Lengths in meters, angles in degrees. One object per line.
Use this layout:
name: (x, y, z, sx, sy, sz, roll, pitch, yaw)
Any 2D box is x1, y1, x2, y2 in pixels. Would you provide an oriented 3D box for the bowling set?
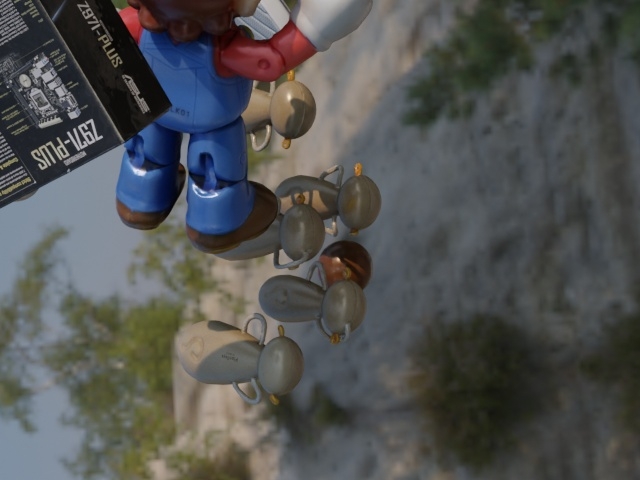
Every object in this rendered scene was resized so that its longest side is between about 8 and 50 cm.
bowling set: (0.000, 0.000, 1.292, 0.154, 0.199, 0.287, 5, 90, 51)

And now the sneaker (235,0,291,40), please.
sneaker: (-0.090, -0.324, 1.755, 0.258, 0.091, 0.094, 51, 152, 20)

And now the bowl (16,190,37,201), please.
bowl: (-0.361, -0.133, 1.167, 0.298, 0.134, 0.298, 58, -169, -19)

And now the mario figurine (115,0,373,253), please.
mario figurine: (-0.075, -0.157, 1.099, 0.170, 0.198, 0.321, -108, 21, -49)

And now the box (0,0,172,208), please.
box: (-0.212, -0.100, 0.923, 0.147, 0.180, 0.077, 59, -153, -11)
